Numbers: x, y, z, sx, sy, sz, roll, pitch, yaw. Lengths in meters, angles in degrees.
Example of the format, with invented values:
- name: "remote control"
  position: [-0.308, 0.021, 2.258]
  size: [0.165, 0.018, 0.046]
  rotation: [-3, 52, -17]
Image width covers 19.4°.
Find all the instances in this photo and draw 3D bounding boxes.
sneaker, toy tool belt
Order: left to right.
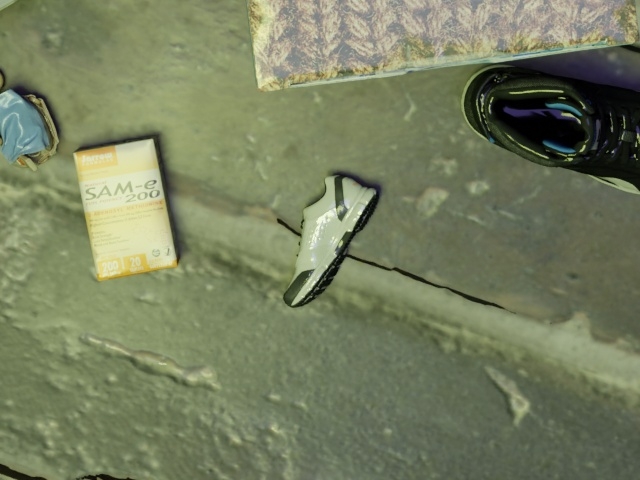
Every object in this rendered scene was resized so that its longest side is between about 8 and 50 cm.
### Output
- name: "toy tool belt"
  position: [-0.227, -0.089, 1.369]
  size: [0.052, 0.051, 0.083]
  rotation: [-30, 97, 4]
- name: "sneaker"
  position: [0.000, 0.000, 1.396]
  size: [0.043, 0.040, 0.109]
  rotation: [32, 94, 11]
- name: "sneaker"
  position: [0.209, -0.071, 1.338]
  size: [0.216, 0.121, 0.079]
  rotation: [11, 100, -2]

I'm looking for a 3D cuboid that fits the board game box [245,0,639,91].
- name: "board game box"
  position: [0.066, -0.192, 1.234]
  size: [0.232, 0.291, 0.141]
  rotation: [-7, 99, 0]

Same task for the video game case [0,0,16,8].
- name: "video game case"
  position: [-0.310, -0.220, 1.261]
  size: [0.025, 0.285, 0.204]
  rotation: [-25, 101, 46]

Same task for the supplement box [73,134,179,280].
- name: "supplement box"
  position: [-0.144, -0.025, 1.387]
  size: [0.062, 0.036, 0.098]
  rotation: [-11, 99, 1]
